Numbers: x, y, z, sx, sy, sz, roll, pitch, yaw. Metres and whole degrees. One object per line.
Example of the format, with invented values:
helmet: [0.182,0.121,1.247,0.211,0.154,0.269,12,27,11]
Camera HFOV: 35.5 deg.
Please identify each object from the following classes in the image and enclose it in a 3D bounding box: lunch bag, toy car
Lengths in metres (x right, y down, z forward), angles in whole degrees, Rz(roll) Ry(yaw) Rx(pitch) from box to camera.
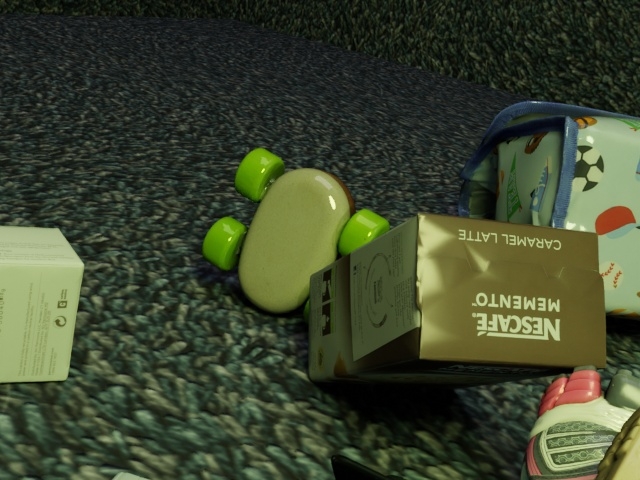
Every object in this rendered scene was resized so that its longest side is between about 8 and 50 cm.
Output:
lunch bag: [0.360,-0.034,1.192,0.327,0.239,0.385,8,2,-6]
toy car: [0.000,0.000,1.032,0.155,0.149,0.188,31,12,19]

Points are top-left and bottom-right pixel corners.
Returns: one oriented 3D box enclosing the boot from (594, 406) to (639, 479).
boot: [0.201,0.222,0.503,0.207,0.090,0.248,39,59,10]

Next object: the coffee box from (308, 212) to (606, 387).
coffee box: [0.091,0.058,0.770,0.141,0.098,0.246,5,-13,-16]

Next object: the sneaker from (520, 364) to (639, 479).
sneaker: [0.268,0.197,0.638,0.299,0.121,0.112,22,54,8]

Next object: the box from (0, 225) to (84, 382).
box: [-0.247,0.048,0.774,0.102,0.101,0.087,2,19,-30]

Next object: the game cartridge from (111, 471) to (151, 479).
game cartridge: [-0.101,0.172,0.621,0.083,0.017,0.056,14,22,11]

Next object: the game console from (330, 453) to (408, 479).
game console: [0.077,0.170,0.638,0.122,0.071,0.107,21,21,27]
